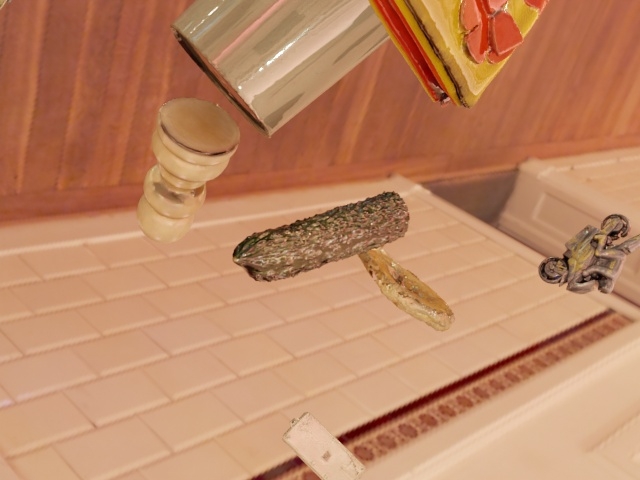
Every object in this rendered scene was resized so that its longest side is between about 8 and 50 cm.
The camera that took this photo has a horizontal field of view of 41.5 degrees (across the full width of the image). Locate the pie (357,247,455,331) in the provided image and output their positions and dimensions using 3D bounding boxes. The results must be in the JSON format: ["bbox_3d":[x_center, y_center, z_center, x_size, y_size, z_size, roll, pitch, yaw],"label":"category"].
[{"bbox_3d":[0.173,0.094,1.738,0.055,0.274,0.274,-49,149,9],"label":"pie"}]

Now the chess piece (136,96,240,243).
[{"bbox_3d":[-0.241,-0.101,1.423,0.143,0.143,0.261,-19,150,-44],"label":"chess piece"}]

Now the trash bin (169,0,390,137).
[{"bbox_3d":[-0.007,-0.399,1.389,0.432,0.280,0.280,-42,147,-2],"label":"trash bin"}]

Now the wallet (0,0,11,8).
[{"bbox_3d":[-0.497,-0.414,0.972,0.077,0.223,0.309,-31,141,33],"label":"wallet"}]

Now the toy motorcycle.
[{"bbox_3d":[0.498,0.037,1.524,0.193,0.124,0.061,-35,147,4],"label":"toy motorcycle"}]

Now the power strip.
[{"bbox_3d":[0.007,0.447,1.777,0.081,0.192,0.035,-44,170,-19],"label":"power strip"}]

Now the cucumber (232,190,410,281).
[{"bbox_3d":[0.000,0.000,1.390,0.359,0.096,0.096,-20,134,-39],"label":"cucumber"}]

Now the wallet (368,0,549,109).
[{"bbox_3d":[0.096,-0.227,0.650,0.141,0.067,0.241,-50,132,-8],"label":"wallet"}]
